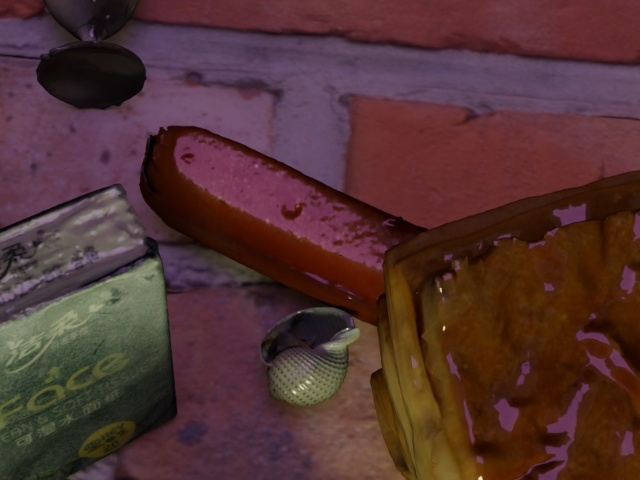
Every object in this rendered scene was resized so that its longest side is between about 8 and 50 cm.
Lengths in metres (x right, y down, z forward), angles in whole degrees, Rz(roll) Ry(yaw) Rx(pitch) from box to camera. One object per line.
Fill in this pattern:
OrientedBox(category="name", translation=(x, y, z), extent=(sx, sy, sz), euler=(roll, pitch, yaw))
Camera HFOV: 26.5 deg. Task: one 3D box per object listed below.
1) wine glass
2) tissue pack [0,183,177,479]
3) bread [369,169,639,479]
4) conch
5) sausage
OrientedBox(category="wine glass", translation=(-0.212, -0.235, 1.243), extent=(0.103, 0.103, 0.222), euler=(-3, 60, -6))
OrientedBox(category="tissue pack", translation=(-0.201, 0.086, 0.965), extent=(0.185, 0.257, 0.081), euler=(-27, 63, -18))
OrientedBox(category="bread", translation=(0.199, 0.155, 0.998), extent=(0.314, 0.191, 0.370), euler=(-13, 77, -18))
OrientedBox(category="conch", translation=(-0.008, 0.095, 1.090), extent=(0.085, 0.056, 0.076), euler=(-26, 49, -18))
OrientedBox(category="sausage", translation=(0.000, 0.000, 1.125), extent=(0.330, 0.102, 0.102), euler=(24, 61, 7))
